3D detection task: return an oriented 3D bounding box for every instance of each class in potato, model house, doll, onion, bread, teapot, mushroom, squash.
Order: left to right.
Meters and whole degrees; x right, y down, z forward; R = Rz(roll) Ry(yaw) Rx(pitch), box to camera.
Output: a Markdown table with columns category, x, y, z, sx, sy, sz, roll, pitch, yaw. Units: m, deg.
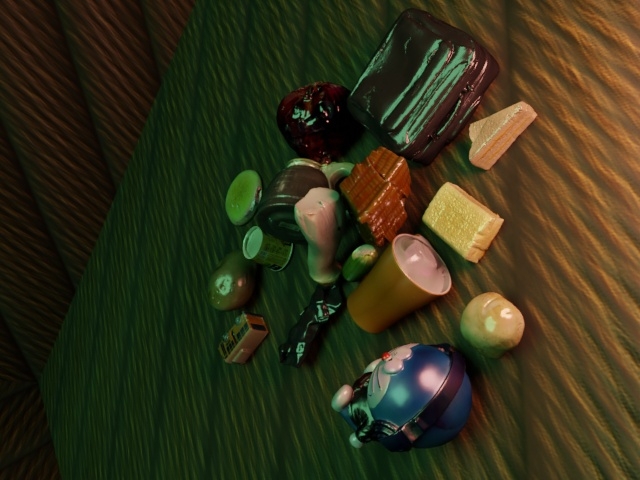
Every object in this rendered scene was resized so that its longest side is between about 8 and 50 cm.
| category | x | y | z | sx | sy | sz | roll | pitch | yaw |
| --- | --- | --- | --- | --- | --- | --- | --- | --- | --- |
| potato | -0.310 | 0.140 | 1.966 | 0.178 | 0.160 | 0.235 | 20 | 78 | 25 |
| bread | -0.303 | -0.167 | 2.144 | 0.229 | 0.034 | 0.228 | -16 | 67 | 43 |
| teapot | -0.035 | -0.145 | 1.693 | 0.322 | 0.240 | 0.239 | -22 | 48 | 48 |
| mushroom | 0.000 | 0.000 | 1.557 | 0.122 | 0.159 | 0.328 | 48 | 153 | 40 |
| onion | 0.001 | -0.385 | 1.747 | 0.281 | 0.221 | 0.280 | 9 | 107 | 31 |
| squash | 0.105 | 0.066 | 1.514 | 0.239 | 0.069 | 0.069 | 121 | 151 | -70 |
| model house | 0.158 | -0.113 | 1.445 | 0.199 | 0.219 | 0.229 | -39 | 2 | -3 |
| doll | 0.199 | 0.358 | 1.268 | 0.240 | 0.284 | 0.310 | 44 | 138 | -1 |
| bread | 0.344 | -0.049 | 1.357 | 0.125 | 0.068 | 0.188 | -59 | 42 | 17 |
| mushroom | 0.375 | 0.186 | 1.211 | 0.148 | 0.112 | 0.148 | -20 | 63 | 46 |
| bread | 0.432 | -0.246 | 1.313 | 0.152 | 0.077 | 0.105 | -21 | 59 | 46 |

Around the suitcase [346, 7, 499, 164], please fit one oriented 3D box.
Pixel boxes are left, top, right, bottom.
| category | x | y | z | sx | sy | sz | roll | pitch | yaw |
| --- | --- | --- | --- | --- | --- | --- | --- | --- | --- |
| suitcase | 0.268 | -0.408 | 1.492 | 0.345 | 0.188 | 0.339 | -54 | 50 | 19 |

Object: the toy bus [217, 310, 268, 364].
| category | x | y | z | sx | sy | sz | roll | pitch | yaw |
| --- | --- | --- | --- | --- | --- | --- | --- | --- | --- |
| toy bus | -0.265 | 0.340 | 1.894 | 0.182 | 0.091 | 0.103 | -52 | 45 | 21 |

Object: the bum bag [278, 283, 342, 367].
| category | x | y | z | sx | sy | sz | roll | pitch | yaw |
| --- | --- | --- | --- | --- | --- | --- | --- | --- | --- |
| bum bag | -0.030 | 0.254 | 1.669 | 0.310 | 0.074 | 0.137 | -59 | 31 | 8 |

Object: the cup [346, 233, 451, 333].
| category | x | y | z | sx | sy | sz | roll | pitch | yaw |
| --- | --- | --- | --- | --- | --- | --- | --- | --- | --- |
| cup | 0.195 | 0.104 | 1.420 | 0.264 | 0.182 | 0.226 | -47 | 14 | 36 |

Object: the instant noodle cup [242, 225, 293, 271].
| category | x | y | z | sx | sy | sz | roll | pitch | yaw |
| --- | --- | --- | --- | --- | --- | --- | --- | --- | --- |
| instant noodle cup | -0.181 | 0.019 | 1.879 | 0.151 | 0.122 | 0.151 | -21 | 60 | 42 |
